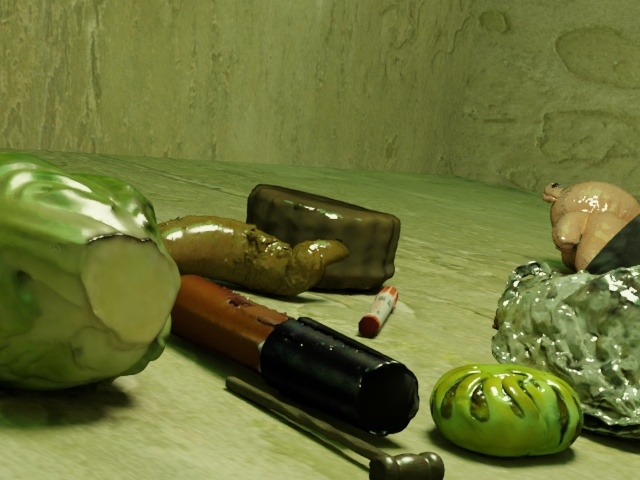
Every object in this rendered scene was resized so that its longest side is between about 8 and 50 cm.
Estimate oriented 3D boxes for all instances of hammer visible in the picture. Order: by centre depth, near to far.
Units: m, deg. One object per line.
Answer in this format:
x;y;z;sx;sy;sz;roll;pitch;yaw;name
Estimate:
-0.007;0.154;1.111;0.058;0.029;0.292;5;6;-35;hammer

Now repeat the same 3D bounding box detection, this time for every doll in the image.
0.471;0.023;2.254;0.201;0.156;0.303;15;36;-5;doll

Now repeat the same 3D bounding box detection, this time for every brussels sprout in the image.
-0.235;0.032;1.143;0.244;0.244;0.244;8;8;-1;brussels sprout

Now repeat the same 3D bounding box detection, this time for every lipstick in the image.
-0.052;0.098;1.272;0.077;0.077;0.418;3;9;-33;lipstick

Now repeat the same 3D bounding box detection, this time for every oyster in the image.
0.295;0.104;1.273;0.268;0.112;0.198;10;45;21;oyster

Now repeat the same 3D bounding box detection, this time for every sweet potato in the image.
-0.119;0.019;1.720;0.310;0.098;0.124;3;16;-9;sweet potato

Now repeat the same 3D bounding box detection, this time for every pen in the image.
0.074;0.087;1.655;0.028;0.028;0.239;9;9;8;pen

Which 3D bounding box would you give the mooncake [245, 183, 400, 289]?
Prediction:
0.000;0.000;1.880;0.228;0.124;0.228;12;4;-1;mooncake

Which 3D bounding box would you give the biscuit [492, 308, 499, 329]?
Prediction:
0.303;0.103;1.765;0.138;0.031;0.205;14;12;38;biscuit

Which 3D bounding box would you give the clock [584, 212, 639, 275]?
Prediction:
0.404;0.030;1.546;0.281;0.280;0.055;-1;45;-49;clock

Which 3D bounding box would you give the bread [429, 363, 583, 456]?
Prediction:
0.165;0.146;1.166;0.139;0.071;0.130;6;4;-15;bread
